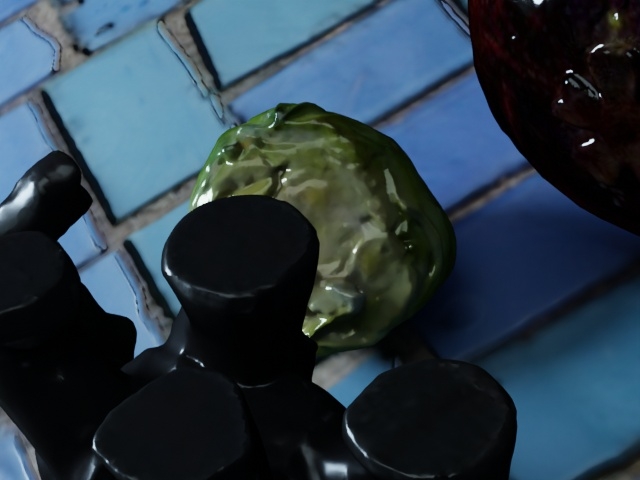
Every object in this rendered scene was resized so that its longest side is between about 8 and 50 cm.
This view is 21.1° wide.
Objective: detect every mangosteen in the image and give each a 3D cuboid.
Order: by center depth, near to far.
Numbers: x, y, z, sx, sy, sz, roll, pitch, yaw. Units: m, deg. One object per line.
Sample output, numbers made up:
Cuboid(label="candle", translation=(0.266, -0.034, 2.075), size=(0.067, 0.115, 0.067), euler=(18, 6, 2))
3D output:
Cuboid(label="mangosteen", translation=(0.232, -0.135, 0.913), size=(0.297, 0.297, 0.293), euler=(28, 69, 40))

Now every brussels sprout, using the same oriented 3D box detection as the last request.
Cuboid(label="brussels sprout", translation=(0.000, -0.002, 1.022), size=(0.149, 0.122, 0.152), euler=(-26, 80, 12))

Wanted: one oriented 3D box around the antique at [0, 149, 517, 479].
Cuboid(label="antique", translation=(-0.050, 0.122, 0.846), size=(0.185, 0.255, 0.322), euler=(-36, 52, -24))
